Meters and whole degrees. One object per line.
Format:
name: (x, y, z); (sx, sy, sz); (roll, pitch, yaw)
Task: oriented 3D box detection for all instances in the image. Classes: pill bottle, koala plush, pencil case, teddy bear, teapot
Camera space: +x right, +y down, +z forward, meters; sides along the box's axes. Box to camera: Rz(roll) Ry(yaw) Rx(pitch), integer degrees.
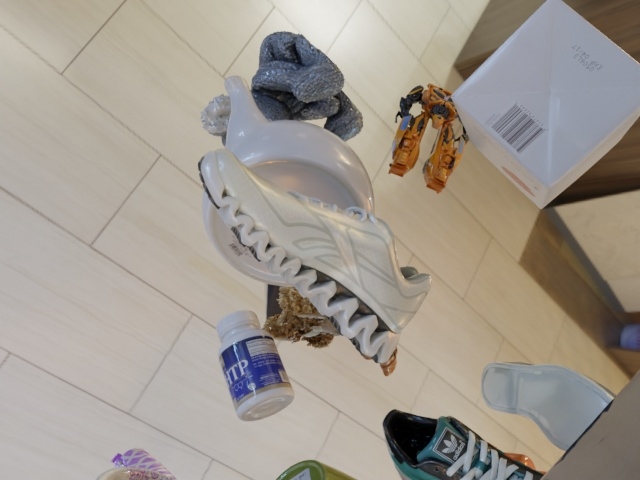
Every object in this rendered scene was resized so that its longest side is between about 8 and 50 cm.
pill bottle: (-0.130, 0.231, 1.050); (0.112, 0.112, 0.186); (-3, 51, -34)
koala plush: (-0.081, -0.217, 0.933); (0.221, 0.203, 0.196); (-42, 154, 2)
pencil case: (-0.350, 0.508, 1.154); (0.086, 0.206, 0.088); (-51, 139, -24)
teddy bear: (0.018, 0.125, 1.122); (0.245, 0.338, 0.113); (6, 59, -18)
teapot: (-0.040, -0.069, 0.805); (0.253, 0.187, 0.255); (12, 125, -9)

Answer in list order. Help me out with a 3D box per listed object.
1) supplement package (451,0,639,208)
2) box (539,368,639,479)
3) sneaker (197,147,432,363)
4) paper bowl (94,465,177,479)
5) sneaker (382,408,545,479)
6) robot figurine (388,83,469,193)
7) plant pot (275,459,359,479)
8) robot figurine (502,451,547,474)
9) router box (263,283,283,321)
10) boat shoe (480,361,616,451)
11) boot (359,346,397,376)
supplement package: (0.328, -0.175, 0.810); (0.175, 0.293, 0.177); (-45, 74, 13)
box: (0.493, 0.269, 0.378); (0.297, 0.480, 0.471); (-39, 73, -14)
sneaker: (0.000, 0.000, 0.574); (0.118, 0.110, 0.292); (-47, 115, 0)
paper bowl: (-0.266, 0.502, 0.879); (0.284, 0.284, 0.148); (35, 83, -28)
sneaker: (0.203, 0.318, 0.766); (0.108, 0.302, 0.121); (-47, 122, -30)
robot figurine: (0.285, -0.273, 1.412); (0.211, 0.085, 0.290); (22, 69, -2)
plant pot: (0.036, 0.522, 0.944); (0.275, 0.275, 0.293); (-46, 109, -26)
robot figurine: (0.272, 0.410, 0.916); (0.158, 0.220, 0.128); (-45, 118, -48)
router box: (-0.093, 0.017, 1.354); (0.081, 0.242, 0.308); (1, 121, -8)
boat shoe: (0.375, 0.249, 0.864); (0.099, 0.319, 0.116); (9, 85, -16)
boot: (0.166, 0.303, 1.493); (0.197, 0.073, 0.152); (-39, 131, -51)
